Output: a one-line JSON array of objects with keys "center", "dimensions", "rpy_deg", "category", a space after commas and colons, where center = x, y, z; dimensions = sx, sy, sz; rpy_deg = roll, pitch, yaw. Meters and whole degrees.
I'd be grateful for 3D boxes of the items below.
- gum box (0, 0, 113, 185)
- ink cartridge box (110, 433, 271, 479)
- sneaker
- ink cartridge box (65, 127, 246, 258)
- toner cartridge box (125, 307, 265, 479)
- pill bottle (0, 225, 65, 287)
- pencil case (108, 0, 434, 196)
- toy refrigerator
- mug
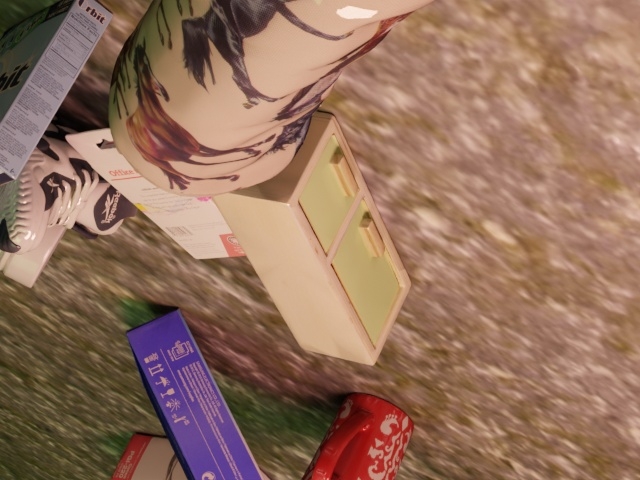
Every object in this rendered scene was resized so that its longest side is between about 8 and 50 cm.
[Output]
[{"center": [-0.276, -0.124, 1.382], "dimensions": [0.041, 0.184, 0.157], "rpy_deg": [39, 151, -25], "category": "gum box"}, {"center": [-0.177, 0.369, 2.295], "dimensions": [0.217, 0.092, 0.158], "rpy_deg": [-1, 143, 41], "category": "ink cartridge box"}, {"center": [-0.242, -0.043, 1.515], "dimensions": [0.153, 0.094, 0.235], "rpy_deg": [24, -163, -23], "category": "sneaker"}, {"center": [-0.135, -0.066, 1.493], "dimensions": [0.115, 0.067, 0.198], "rpy_deg": [-4, 142, 46], "category": "ink cartridge box"}, {"center": [-0.122, 0.266, 1.847], "dimensions": [0.348, 0.075, 0.165], "rpy_deg": [61, 169, 27], "category": "toner cartridge box"}, {"center": [-0.388, -0.048, 1.683], "dimensions": [0.229, 0.131, 0.131], "rpy_deg": [30, 154, -7], "category": "pill bottle"}, {"center": [-0.020, -0.170, 1.101], "dimensions": [0.160, 0.183, 0.410], "rpy_deg": [57, 152, 4], "category": "pencil case"}, {"center": [0.000, 0.000, 1.450], "dimensions": [0.094, 0.102, 0.269], "rpy_deg": [11, 149, 28], "category": "toy refrigerator"}, {"center": [0.043, 0.269, 1.822], "dimensions": [0.113, 0.169, 0.150], "rpy_deg": [29, 153, -3], "category": "mug"}]
